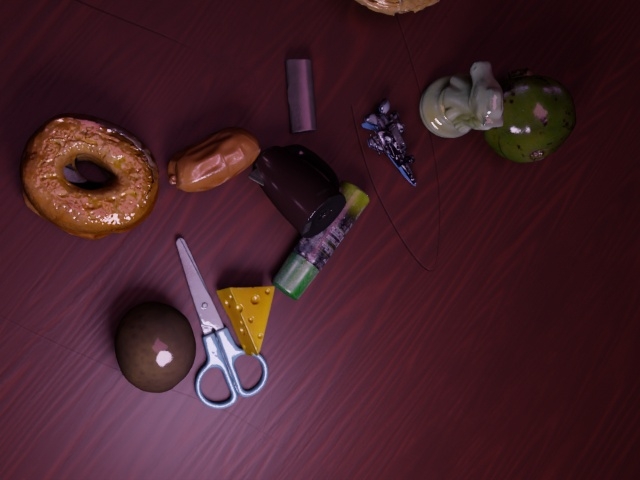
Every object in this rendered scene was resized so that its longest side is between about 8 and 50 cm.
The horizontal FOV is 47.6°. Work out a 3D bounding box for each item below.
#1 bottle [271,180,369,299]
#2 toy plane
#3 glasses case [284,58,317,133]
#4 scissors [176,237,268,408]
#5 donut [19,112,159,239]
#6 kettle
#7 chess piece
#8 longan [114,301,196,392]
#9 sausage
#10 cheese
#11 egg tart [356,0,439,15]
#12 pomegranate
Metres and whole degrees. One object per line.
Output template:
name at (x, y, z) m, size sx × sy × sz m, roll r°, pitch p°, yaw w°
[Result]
bottle at (0.000, 0.000, 1.884) m, size 0.093 × 0.093 × 0.330 m, roll 38°, pitch 80°, yaw -13°
toy plane at (0.203, -0.251, 1.950) m, size 0.246 × 0.078 × 0.169 m, roll 54°, pitch 49°, yaw -13°
glasses case at (-0.051, -0.377, 1.897) m, size 0.072 × 0.042 × 0.190 m, roll -5°, pitch 92°, yaw -9°
scissors at (-0.280, 0.202, 1.835) m, size 0.193 × 0.029 × 0.446 m, roll -21°, pitch 96°, yaw -16°
donut at (-0.538, -0.154, 1.697) m, size 0.318 × 0.150 × 0.299 m, roll -12°, pitch 91°, yaw -16°
kettle at (-0.049, -0.146, 1.821) m, size 0.202 × 0.144 × 0.232 m, roll -34°, pitch 69°, yaw -29°
chess piece at (0.387, -0.365, 1.892) m, size 0.176 × 0.298 × 0.175 m, roll -1°, pitch 93°, yaw -16°
longan at (-0.389, 0.255, 1.722) m, size 0.197 × 0.196 × 0.220 m, roll -8°, pitch 96°, yaw -16°
sausage at (-0.264, -0.197, 1.788) m, size 0.241 × 0.136 × 0.120 m, roll -29°, pitch 100°, yaw -10°
cheese at (-0.180, 0.202, 1.810) m, size 0.126 × 0.093 × 0.171 m, roll -1°, pitch 83°, yaw -29°
egg tart at (0.183, -0.764, 1.899) m, size 0.388 × 0.169 × 0.387 m, roll 0°, pitch 89°, yaw -13°
pomegranate at (0.561, -0.348, 1.981) m, size 0.255 × 0.254 × 0.270 m, roll -8°, pitch 81°, yaw -16°
